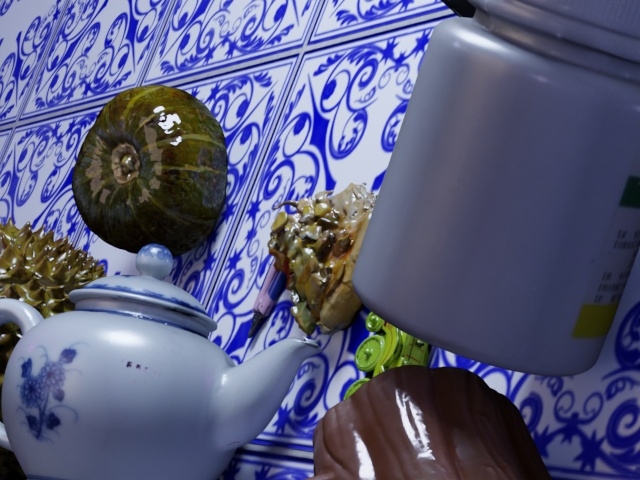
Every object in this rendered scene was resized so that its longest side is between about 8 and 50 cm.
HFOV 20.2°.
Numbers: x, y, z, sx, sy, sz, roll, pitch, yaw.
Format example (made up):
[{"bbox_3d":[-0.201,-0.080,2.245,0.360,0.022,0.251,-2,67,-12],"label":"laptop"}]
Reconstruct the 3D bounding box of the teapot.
[{"bbox_3d":[-0.199,0.137,1.862,0.424,0.252,0.280,4,75,24],"label":"teapot"}]

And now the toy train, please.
[{"bbox_3d":[0.081,0.060,1.675,0.085,0.053,0.249,-15,52,46],"label":"toy train"}]

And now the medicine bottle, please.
[{"bbox_3d":[0.170,-0.085,1.393,0.208,0.208,0.339,44,118,63],"label":"medicine bottle"}]

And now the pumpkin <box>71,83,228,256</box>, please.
[{"bbox_3d":[-0.201,-0.085,2.203,0.219,0.162,0.219,-6,82,43],"label":"pumpkin"}]

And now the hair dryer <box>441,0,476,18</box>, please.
[{"bbox_3d":[0.271,-0.233,1.491,0.352,0.189,0.107,-13,55,41],"label":"hair dryer"}]

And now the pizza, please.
[{"bbox_3d":[0.000,0.000,1.849,0.147,0.069,0.226,-56,30,17],"label":"pizza"}]

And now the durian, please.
[{"bbox_3d":[-0.403,0.146,2.150,0.384,0.347,0.347,-18,43,17],"label":"durian"}]

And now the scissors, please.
[{"bbox_3d":[-0.055,0.055,1.963,0.039,0.012,0.113,5,69,62],"label":"scissors"}]

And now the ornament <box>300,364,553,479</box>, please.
[{"bbox_3d":[0.095,0.225,1.351,0.235,0.221,0.217,-15,32,1],"label":"ornament"}]
